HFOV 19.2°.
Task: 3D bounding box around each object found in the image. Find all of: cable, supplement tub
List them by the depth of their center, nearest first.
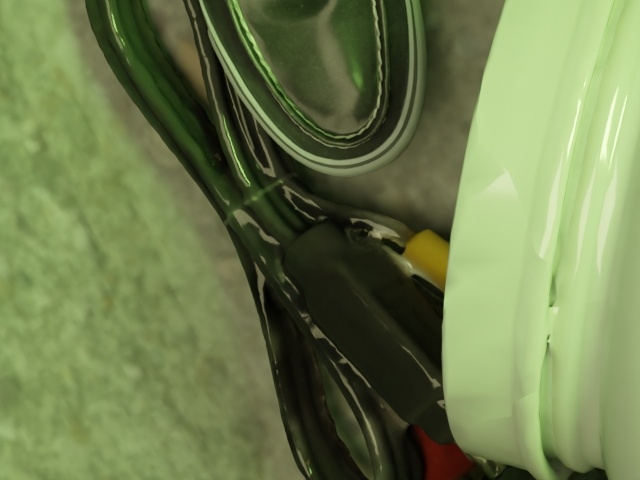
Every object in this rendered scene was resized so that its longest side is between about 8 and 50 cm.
[{"bbox_3d":[0.214,0.007,0.557,0.316,0.228,0.228,12,111,18],"label":"supplement tub"},{"bbox_3d":[0.000,0.000,0.754,0.287,0.072,0.139,52,130,14],"label":"cable"}]

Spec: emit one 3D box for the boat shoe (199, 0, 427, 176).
[{"bbox_3d":[-0.018,-0.133,0.670,0.080,0.076,0.228,-12,91,8],"label":"boat shoe"}]
